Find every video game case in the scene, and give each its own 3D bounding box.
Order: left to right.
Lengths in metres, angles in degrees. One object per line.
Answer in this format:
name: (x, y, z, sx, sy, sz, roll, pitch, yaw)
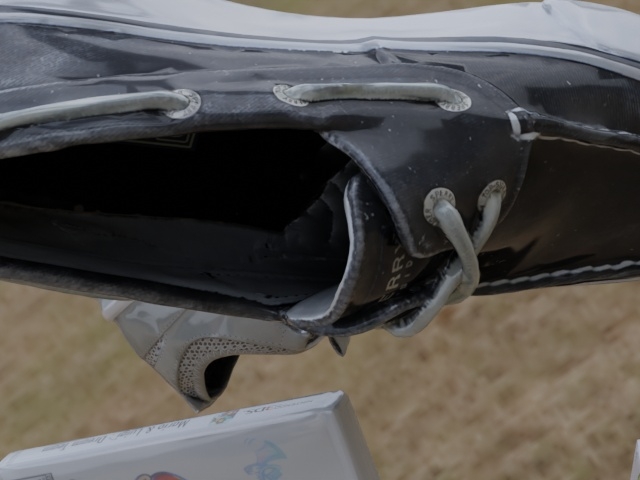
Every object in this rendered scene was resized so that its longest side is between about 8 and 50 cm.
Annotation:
video game case: (-0.030, 0.137, 0.660, 0.143, 0.157, 0.019, -13, 17, 25)

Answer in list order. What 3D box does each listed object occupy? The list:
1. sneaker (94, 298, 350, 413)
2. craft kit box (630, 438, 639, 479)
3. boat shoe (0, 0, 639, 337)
sneaker: (0.000, 0.000, 0.936, 0.281, 0.115, 0.105, -31, 2, 42)
craft kit box: (0.235, 0.295, 1.157, 0.061, 0.250, 0.246, -1, 48, 1)
boat shoe: (0.013, -0.016, 0.561, 0.102, 0.301, 0.108, -100, 23, -49)
